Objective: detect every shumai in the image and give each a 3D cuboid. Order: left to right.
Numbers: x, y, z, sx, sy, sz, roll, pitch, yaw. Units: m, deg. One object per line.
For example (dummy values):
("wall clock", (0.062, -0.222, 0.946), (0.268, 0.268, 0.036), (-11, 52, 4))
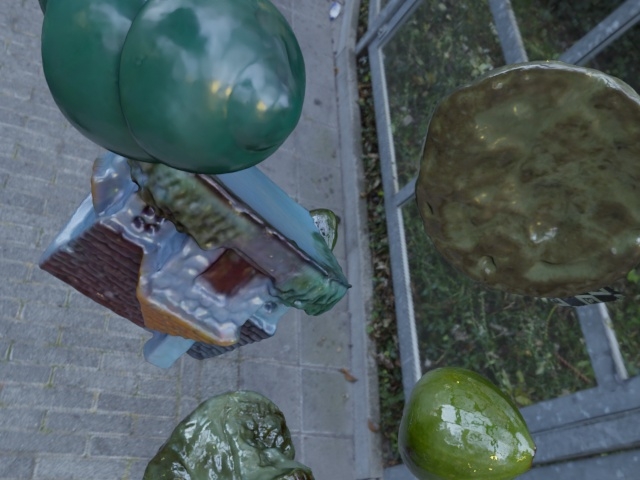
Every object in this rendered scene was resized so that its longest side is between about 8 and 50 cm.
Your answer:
("shumai", (-0.164, 0.550, 1.135), (0.324, 0.323, 0.398), (36, 78, -39))

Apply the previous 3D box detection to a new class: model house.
("model house", (-0.211, 0.029, 0.780), (0.360, 0.339, 0.297), (40, 12, -33))

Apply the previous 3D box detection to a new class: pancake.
("pancake", (0.190, -0.045, 0.488), (0.236, 0.222, 0.042), (56, 41, -23))

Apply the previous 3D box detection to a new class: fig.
("fig", (0.000, 0.000, 1.512), (0.117, 0.117, 0.178), (2, 66, -34))
("fig", (0.348, 0.462, 1.287), (0.316, 0.316, 0.316), (17, 55, -26))

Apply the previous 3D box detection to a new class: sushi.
("sushi", (0.357, 0.029, 0.921), (0.279, 0.192, 0.043), (27, 76, 1))

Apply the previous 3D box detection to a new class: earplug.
("earplug", (-0.123, -0.166, 0.361), (0.280, 0.258, 0.164), (35, 62, 23))
